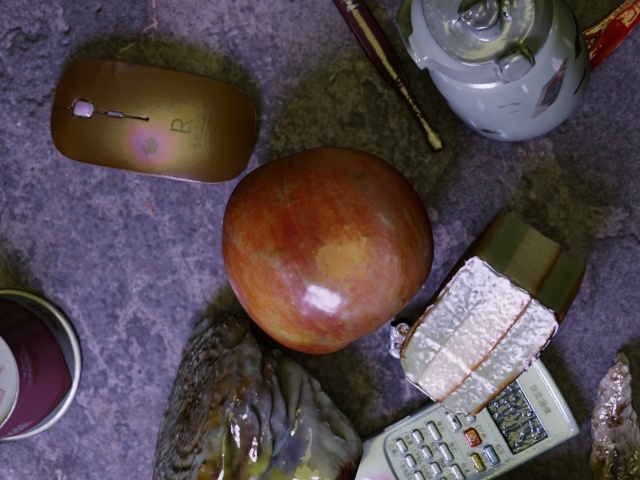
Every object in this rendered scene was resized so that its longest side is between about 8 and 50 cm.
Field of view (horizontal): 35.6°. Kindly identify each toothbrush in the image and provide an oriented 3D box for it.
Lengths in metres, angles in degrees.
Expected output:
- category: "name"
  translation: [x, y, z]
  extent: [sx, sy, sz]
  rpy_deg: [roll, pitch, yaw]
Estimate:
- category: "toothbrush"
  translation: [0.082, -0.286, 1.460]
  extent: [0.041, 0.041, 0.364]
  rpy_deg: [-32, 89, 4]

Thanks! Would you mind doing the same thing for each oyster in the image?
- category: "oyster"
  translation: [0.422, 0.270, 1.432]
  extent: [0.106, 0.061, 0.200]
  rpy_deg: [-21, 89, 6]

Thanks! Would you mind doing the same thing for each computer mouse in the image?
- category: "computer mouse"
  translation: [-0.251, -0.175, 1.473]
  extent: [0.310, 0.072, 0.158]
  rpy_deg: [11, 90, 5]

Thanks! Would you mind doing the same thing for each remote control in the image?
- category: "remote control"
  translation: [0.195, 0.297, 1.456]
  extent: [0.344, 0.050, 0.145]
  rpy_deg: [-30, 88, 4]

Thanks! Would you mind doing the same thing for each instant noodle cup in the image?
- category: "instant noodle cup"
  translation: [-0.486, 0.191, 1.443]
  extent: [0.235, 0.178, 0.234]
  rpy_deg: [0, 91, 7]

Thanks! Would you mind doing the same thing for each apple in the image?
- category: "apple"
  translation: [0.000, 0.000, 1.349]
  extent: [0.302, 0.301, 0.301]
  rpy_deg: [0, 91, 4]

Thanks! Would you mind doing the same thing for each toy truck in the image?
- category: "toy truck"
  translation: [0.159, 0.153, 1.455]
  extent: [0.123, 0.052, 0.062]
  rpy_deg: [9, 98, 3]

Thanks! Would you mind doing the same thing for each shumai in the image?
- category: "shumai"
  translation: [-0.075, 0.276, 1.409]
  extent: [0.263, 0.304, 0.309]
  rpy_deg: [20, 122, -19]

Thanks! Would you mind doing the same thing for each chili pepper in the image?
- category: "chili pepper"
  translation: [0.387, -0.275, 1.434]
  extent: [0.268, 0.050, 0.059]
  rpy_deg: [-41, 46, 2]

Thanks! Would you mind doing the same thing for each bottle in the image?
- category: "bottle"
  translation: [0.215, -0.268, 1.279]
  extent: [0.229, 0.352, 0.229]
  rpy_deg: [-3, 82, 22]

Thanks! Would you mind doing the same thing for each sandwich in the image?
- category: "sandwich"
  translation: [0.238, 0.098, 1.393]
  extent: [0.155, 0.198, 0.227]
  rpy_deg: [38, 123, 5]
